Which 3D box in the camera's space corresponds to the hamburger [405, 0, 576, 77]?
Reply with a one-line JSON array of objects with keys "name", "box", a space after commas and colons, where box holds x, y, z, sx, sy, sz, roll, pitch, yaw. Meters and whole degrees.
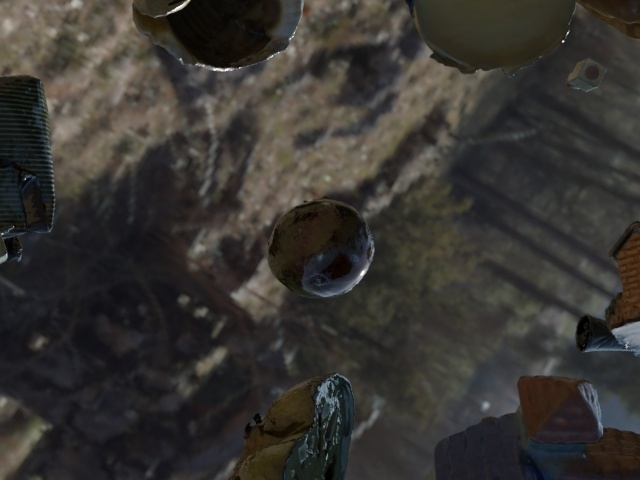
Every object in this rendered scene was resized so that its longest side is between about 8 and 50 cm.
[{"name": "hamburger", "box": [0.225, -0.340, 1.786, 0.149, 0.237, 0.237, -89, -169, -49]}]

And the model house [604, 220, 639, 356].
[{"name": "model house", "box": [0.478, 0.050, 1.927, 0.183, 0.166, 0.172, 25, 54, -52]}]

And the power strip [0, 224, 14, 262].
[{"name": "power strip", "box": [-0.500, 0.022, 1.779, 0.227, 0.080, 0.029, -25, 163, -25]}]

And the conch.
[{"name": "conch", "box": [-0.151, -0.368, 1.974, 0.324, 0.186, 0.263, -35, 112, -25]}]

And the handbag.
[{"name": "handbag", "box": [-0.542, -0.089, 1.973, 0.341, 0.240, 0.247, -6, 162, -38]}]

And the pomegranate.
[{"name": "pomegranate", "box": [-0.001, 0.003, 1.594, 0.130, 0.130, 0.130, -51, 161, -25]}]

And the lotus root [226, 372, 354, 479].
[{"name": "lotus root", "box": [-0.035, 0.205, 1.157, 0.183, 0.078, 0.203, -23, 122, -71]}]

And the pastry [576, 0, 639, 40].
[{"name": "pastry", "box": [0.262, -0.299, 0.944, 0.356, 0.356, 0.164, -56, 144, -10]}]

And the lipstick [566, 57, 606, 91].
[{"name": "lipstick", "box": [0.339, -0.212, 1.790, 0.030, 0.030, 0.129, -62, -178, 1]}]

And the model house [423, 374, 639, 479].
[{"name": "model house", "box": [0.249, 0.286, 1.365, 0.329, 0.295, 0.251, 109, -14, -48]}]

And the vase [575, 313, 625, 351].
[{"name": "vase", "box": [0.464, 0.146, 2.034, 0.059, 0.167, 0.059, -172, -90, -79]}]
